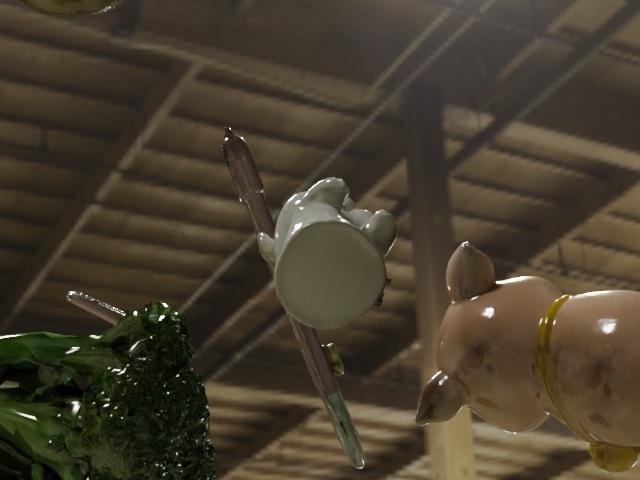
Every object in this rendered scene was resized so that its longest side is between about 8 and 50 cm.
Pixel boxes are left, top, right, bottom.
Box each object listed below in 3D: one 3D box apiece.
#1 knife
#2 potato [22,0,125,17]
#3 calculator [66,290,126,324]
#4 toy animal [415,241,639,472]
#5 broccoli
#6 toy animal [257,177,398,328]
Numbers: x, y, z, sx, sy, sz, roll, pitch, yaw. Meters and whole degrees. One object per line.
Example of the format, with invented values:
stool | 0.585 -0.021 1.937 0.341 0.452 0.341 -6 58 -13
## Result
knife | -0.027 0.059 1.463 0.038 0.398 0.132 -22 -6 -6
potato | -0.281 -0.350 1.401 0.218 0.351 0.202 -4 -51 -43
calculator | -0.281 0.108 1.861 0.166 0.024 0.103 31 -9 -40
toy animal | 0.223 0.110 1.190 0.248 0.165 0.149 7 -19 22
broccoli | -0.211 0.177 0.972 0.275 0.307 0.308 34 -42 -25
toy animal | 0.002 0.001 1.257 0.104 0.130 0.221 16 7 -10
